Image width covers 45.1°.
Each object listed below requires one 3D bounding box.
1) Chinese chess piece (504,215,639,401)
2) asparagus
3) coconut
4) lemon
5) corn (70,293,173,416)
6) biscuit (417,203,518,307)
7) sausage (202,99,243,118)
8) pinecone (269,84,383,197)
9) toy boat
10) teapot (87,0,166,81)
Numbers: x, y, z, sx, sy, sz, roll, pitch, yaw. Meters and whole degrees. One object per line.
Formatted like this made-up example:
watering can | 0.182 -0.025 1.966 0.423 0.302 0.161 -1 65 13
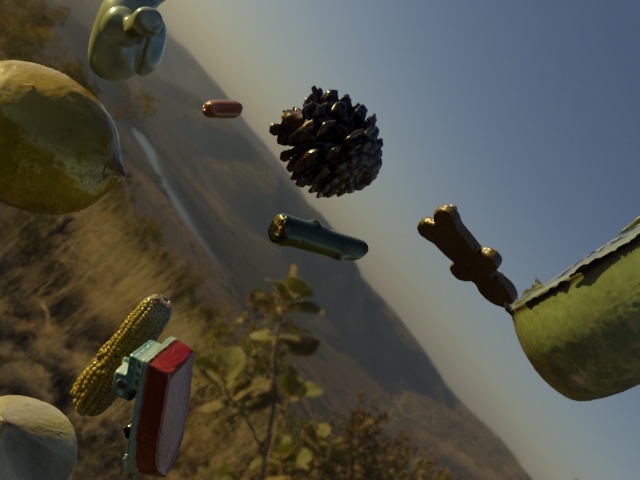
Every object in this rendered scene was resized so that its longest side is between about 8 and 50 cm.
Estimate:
Chinese chess piece | 0.399 0.050 0.929 0.146 0.349 0.349 57 2 9
asparagus | -0.001 -0.001 1.579 0.278 0.060 0.067 19 69 -49
coconut | -0.651 0.462 1.571 0.329 0.329 0.329 53 1 -1
lemon | -0.451 -0.160 1.221 0.263 0.236 0.236 55 1 0
corn | -0.432 0.252 1.666 0.097 0.320 0.097 37 5 -4
biscuit | 0.362 0.041 1.847 0.301 0.049 0.197 47 -20 -3
sausage | -0.174 -0.234 1.373 0.083 0.034 0.034 -11 59 -53
pinecone | 0.015 -0.177 1.346 0.179 0.184 0.204 7 54 -64
toy boat | -0.355 0.350 1.566 0.133 0.332 0.145 19 26 14
teapot | -0.400 -0.416 1.598 0.149 0.220 0.318 17 25 -13
